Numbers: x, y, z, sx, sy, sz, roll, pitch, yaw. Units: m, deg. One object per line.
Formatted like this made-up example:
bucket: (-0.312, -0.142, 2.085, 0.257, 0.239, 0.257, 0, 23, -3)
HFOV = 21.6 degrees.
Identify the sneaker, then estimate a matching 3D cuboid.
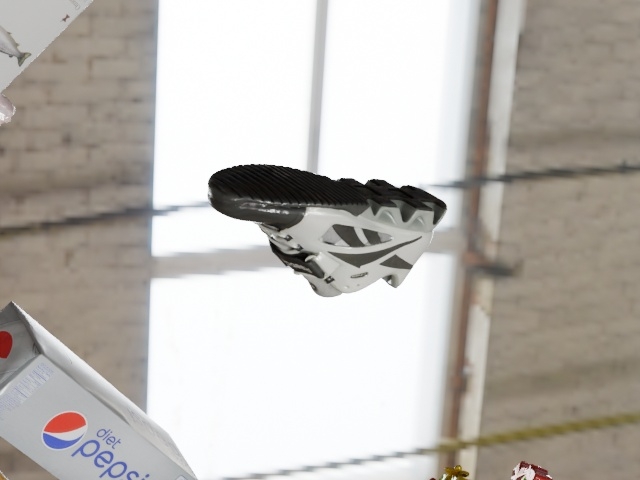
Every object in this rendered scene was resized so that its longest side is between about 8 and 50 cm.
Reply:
sneaker: (0.000, 0.000, 1.941, 0.330, 0.146, 0.122, 9, -160, -38)

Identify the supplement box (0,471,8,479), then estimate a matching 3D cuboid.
supplement box: (-0.362, 0.374, 2.042, 0.080, 0.233, 0.078, -40, -159, -19)

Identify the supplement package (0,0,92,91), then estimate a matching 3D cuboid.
supplement package: (-0.308, -0.223, 1.541, 0.105, 0.179, 0.105, 45, -179, 31)

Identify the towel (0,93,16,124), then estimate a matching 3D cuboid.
towel: (-0.667, -0.228, 2.463, 0.317, 0.332, 0.053, -30, -151, 27)

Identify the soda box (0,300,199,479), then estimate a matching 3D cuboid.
soda box: (-0.244, 0.186, 1.693, 0.091, 0.286, 0.098, -42, -138, 1)

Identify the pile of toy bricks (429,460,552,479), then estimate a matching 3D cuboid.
pile of toy bricks: (0.097, 0.236, 1.372, 0.118, 0.212, 0.105, 23, -138, -13)
